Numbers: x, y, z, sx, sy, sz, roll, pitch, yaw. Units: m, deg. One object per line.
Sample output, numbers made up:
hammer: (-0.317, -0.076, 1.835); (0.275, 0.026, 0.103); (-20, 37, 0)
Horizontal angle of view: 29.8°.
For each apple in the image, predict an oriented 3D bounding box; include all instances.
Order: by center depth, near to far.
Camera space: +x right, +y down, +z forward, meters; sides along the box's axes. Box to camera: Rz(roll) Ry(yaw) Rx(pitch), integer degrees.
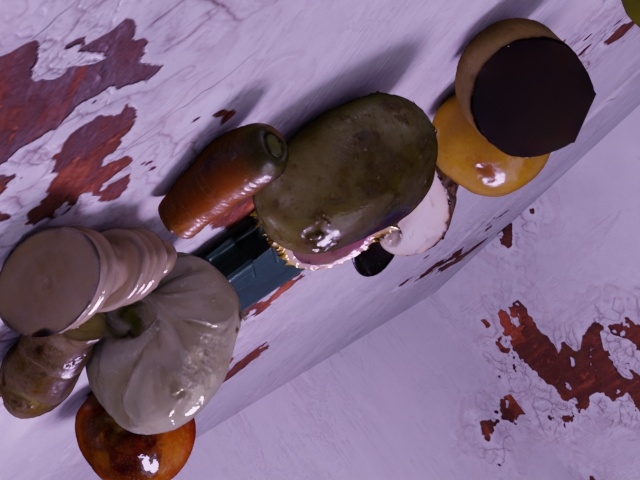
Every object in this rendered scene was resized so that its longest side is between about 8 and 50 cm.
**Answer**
apple: (-0.348, 0.358, 2.262); (0.230, 0.230, 0.230); (-35, 169, -8)

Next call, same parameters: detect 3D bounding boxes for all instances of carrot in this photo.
carrot: (-0.123, -0.077, 1.478); (0.193, 0.087, 0.087); (-30, 174, 34)

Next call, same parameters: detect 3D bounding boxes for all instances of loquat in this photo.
loquat: (0.288, -0.175, 2.026); (0.208, 0.208, 0.208); (-35, 169, -8)

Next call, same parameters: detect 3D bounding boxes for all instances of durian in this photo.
durian: (0.001, -0.029, 1.802); (0.182, 0.165, 0.132); (-35, -168, -12)

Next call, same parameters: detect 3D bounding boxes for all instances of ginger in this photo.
ginger: (-0.376, 0.168, 1.657); (0.116, 0.109, 0.263); (-8, 152, -39)

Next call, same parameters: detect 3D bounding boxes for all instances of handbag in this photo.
handbag: (-0.140, 0.053, 1.961); (0.326, 0.089, 0.238); (-33, 169, -8)

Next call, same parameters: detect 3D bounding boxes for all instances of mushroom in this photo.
mushroom: (0.192, -0.097, 2.246); (0.151, 0.156, 0.286); (-58, 171, -37)

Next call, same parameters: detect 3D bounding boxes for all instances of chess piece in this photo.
chess piece: (-0.257, 0.034, 1.482); (0.307, 0.124, 0.139); (-16, 125, -71)

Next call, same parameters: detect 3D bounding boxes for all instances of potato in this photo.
potato: (0.040, -0.090, 1.667); (0.307, 0.173, 0.210); (-31, 166, -33)

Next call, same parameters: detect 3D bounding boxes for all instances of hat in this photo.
hat: (0.085, -0.030, 2.338); (0.193, 0.082, 0.193); (-29, 127, -47)

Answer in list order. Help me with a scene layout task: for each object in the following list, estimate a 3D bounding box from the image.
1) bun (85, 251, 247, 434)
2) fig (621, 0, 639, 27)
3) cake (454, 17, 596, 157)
bun: (-0.235, 0.131, 1.697); (0.259, 0.259, 0.160); (-39, 128, 16)
fig: (0.568, -0.406, 1.842); (0.207, 0.207, 0.230); (-37, -171, 4)
cake: (0.301, -0.238, 1.842); (0.185, 0.208, 0.178); (-39, -164, 10)
